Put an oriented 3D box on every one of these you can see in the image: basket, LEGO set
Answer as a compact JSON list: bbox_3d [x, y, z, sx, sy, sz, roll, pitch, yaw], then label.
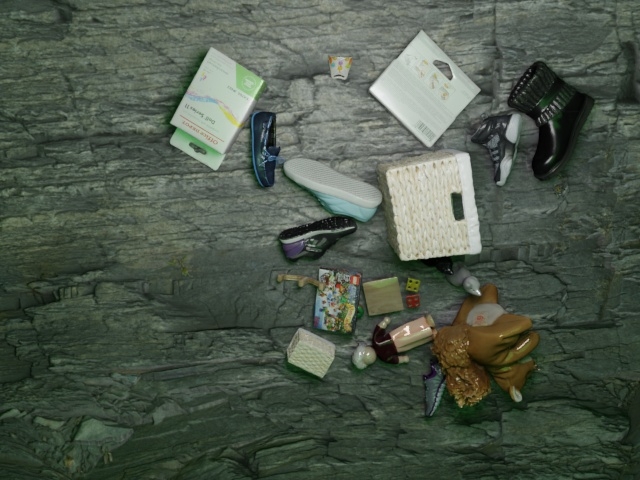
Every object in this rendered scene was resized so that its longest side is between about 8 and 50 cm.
[{"bbox_3d":[0.353,-0.121,1.644,0.266,0.331,0.329,-11,102,2],"label":"basket"},{"bbox_3d":[-0.035,0.428,1.857,0.167,0.103,0.113,27,101,-9],"label":"basket"},{"bbox_3d":[0.880,-0.200,1.811,0.054,0.023,0.083,26,87,-10],"label":"LEGO set"}]

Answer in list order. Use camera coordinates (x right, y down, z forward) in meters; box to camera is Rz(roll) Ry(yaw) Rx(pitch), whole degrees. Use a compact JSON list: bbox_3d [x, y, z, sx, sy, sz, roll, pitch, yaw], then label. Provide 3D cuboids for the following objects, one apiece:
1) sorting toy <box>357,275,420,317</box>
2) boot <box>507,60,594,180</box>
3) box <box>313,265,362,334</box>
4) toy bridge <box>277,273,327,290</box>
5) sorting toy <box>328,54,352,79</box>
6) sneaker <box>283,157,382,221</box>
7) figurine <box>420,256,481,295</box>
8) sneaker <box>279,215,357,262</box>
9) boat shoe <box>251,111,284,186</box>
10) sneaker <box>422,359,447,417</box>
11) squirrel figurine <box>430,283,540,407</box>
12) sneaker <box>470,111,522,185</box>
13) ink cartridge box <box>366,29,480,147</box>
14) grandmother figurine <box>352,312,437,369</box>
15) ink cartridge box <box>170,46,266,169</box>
[{"bbox_3d":[0.245,0.203,1.845,0.274,0.046,0.133,-11,103,8],"label":"sorting toy"},{"bbox_3d":[0.759,-0.410,1.697,0.259,0.131,0.348,24,89,-14],"label":"boot"},{"bbox_3d":[0.064,0.224,1.829,0.159,0.044,0.233,8,102,12],"label":"box"},{"bbox_3d":[-0.062,0.151,1.808,0.188,0.063,0.026,10,102,18],"label":"toy bridge"},{"bbox_3d":[0.067,-0.593,1.680,0.083,0.045,0.075,2,121,-3],"label":"sorting toy"},{"bbox_3d":[0.026,-0.162,1.725,0.365,0.135,0.150,26,131,7],"label":"sneaker"},{"bbox_3d":[0.474,0.109,1.758,0.214,0.209,0.092,36,98,-10],"label":"figurine"},{"bbox_3d":[0.000,0.000,1.783,0.282,0.107,0.124,-12,117,4],"label":"sneaker"},{"bbox_3d":[-0.182,-0.312,1.683,0.088,0.109,0.259,-2,105,19],"label":"boat shoe"},{"bbox_3d":[0.439,0.586,1.940,0.098,0.083,0.224,22,96,14],"label":"sneaker"},{"bbox_3d":[0.618,0.438,1.821,0.396,0.281,0.371,-31,116,-5],"label":"squirrel figurine"},{"bbox_3d":[0.612,-0.327,1.731,0.152,0.101,0.269,17,131,25],"label":"sneaker"},{"bbox_3d":[0.355,-0.517,1.691,0.296,0.066,0.261,41,97,-11],"label":"ink cartridge box"},{"bbox_3d":[0.277,0.390,1.869,0.342,0.104,0.208,-25,94,0],"label":"grandmother figurine"},{"bbox_3d":[-0.357,-0.431,1.648,0.207,0.119,0.354,30,99,-9],"label":"ink cartridge box"}]
